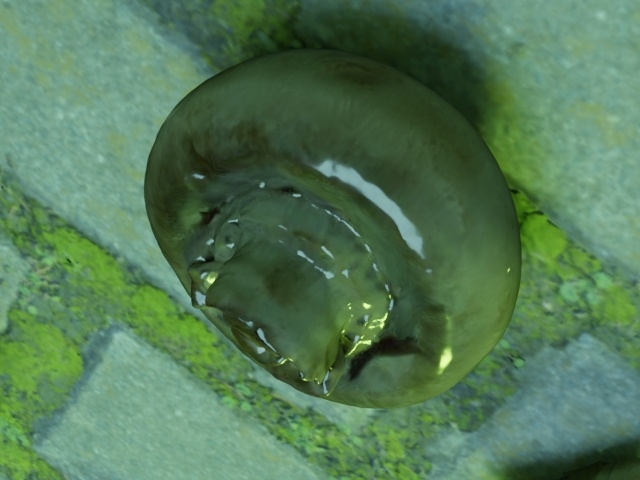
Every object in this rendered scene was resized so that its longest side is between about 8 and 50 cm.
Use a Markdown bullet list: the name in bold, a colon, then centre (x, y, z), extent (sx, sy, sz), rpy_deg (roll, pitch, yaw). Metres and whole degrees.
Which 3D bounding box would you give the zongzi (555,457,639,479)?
- **zongzi**: centre (0.205, 0.221, 1.166), extent (0.178, 0.081, 0.189), rpy_deg (-26, 117, 36)

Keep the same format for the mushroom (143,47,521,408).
- **mushroom**: centre (0.000, 0.000, 1.011), extent (0.226, 0.178, 0.226), rpy_deg (25, 137, 27)
